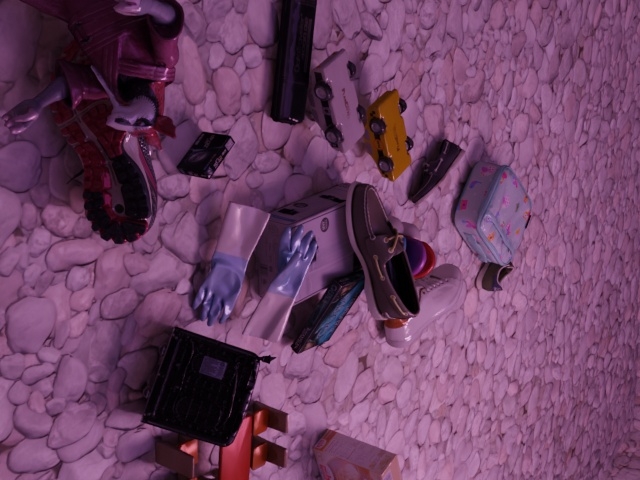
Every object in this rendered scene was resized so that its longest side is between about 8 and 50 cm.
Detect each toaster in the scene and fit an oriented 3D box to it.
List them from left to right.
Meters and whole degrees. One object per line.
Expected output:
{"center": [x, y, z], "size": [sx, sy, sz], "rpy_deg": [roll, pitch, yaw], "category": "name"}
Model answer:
{"center": [-0.195, 0.245, 1.416], "size": [0.186, 0.110, 0.168], "rpy_deg": [20, 82, -12], "category": "toaster"}

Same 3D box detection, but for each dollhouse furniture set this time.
{"center": [-0.162, 0.451, 1.549], "size": [0.262, 0.135, 0.259], "rpy_deg": [-12, 110, -51], "category": "dollhouse furniture set"}

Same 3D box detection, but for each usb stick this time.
{"center": [-0.048, -0.352, 1.540], "size": [0.077, 0.045, 0.278], "rpy_deg": [-2, 102, -46], "category": "usb stick"}

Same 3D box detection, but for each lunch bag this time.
{"center": [0.469, -0.064, 2.260], "size": [0.279, 0.108, 0.224], "rpy_deg": [43, 66, -50], "category": "lunch bag"}

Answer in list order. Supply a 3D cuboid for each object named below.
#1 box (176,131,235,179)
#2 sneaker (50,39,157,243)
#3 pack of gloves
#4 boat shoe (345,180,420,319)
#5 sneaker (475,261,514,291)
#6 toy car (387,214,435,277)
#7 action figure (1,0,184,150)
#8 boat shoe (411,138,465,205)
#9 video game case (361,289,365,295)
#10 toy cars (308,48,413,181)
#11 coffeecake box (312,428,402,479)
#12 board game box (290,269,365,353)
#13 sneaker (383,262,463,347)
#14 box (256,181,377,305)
{"center": [-0.190, -0.142, 1.393], "size": [0.083, 0.067, 0.018], "rpy_deg": [-58, 141, -23], "category": "box"}
{"center": [-0.308, -0.147, 1.215], "size": [0.112, 0.121, 0.299], "rpy_deg": [-75, 159, -80], "category": "sneaker"}
{"center": [-0.109, 0.067, 1.494], "size": [0.195, 0.046, 0.232], "rpy_deg": [16, 99, -30], "category": "pack of gloves"}
{"center": [0.127, 0.022, 1.669], "size": [0.109, 0.091, 0.305], "rpy_deg": [-42, 123, -49], "category": "boat shoe"}
{"center": [0.515, 0.065, 2.377], "size": [0.192, 0.086, 0.064], "rpy_deg": [-61, 141, -21], "category": "sneaker"}
{"center": [0.181, 0.036, 1.860], "size": [0.182, 0.136, 0.159], "rpy_deg": [18, 86, -54], "category": "toy car"}
{"center": [-0.287, -0.288, 1.096], "size": [0.370, 0.248, 0.275], "rpy_deg": [65, 21, -14], "category": "action figure"}
{"center": [0.271, -0.165, 2.025], "size": [0.065, 0.075, 0.206], "rpy_deg": [42, 64, -2], "category": "boat shoe"}
{"center": [0.126, 0.068, 1.923], "size": [0.087, 0.011, 0.122], "rpy_deg": [14, 89, -54], "category": "video game case"}
{"center": [0.073, -0.246, 1.691], "size": [0.394, 0.087, 0.176], "rpy_deg": [22, 83, -55], "category": "toy cars"}
{"center": [0.087, 0.515, 1.856], "size": [0.068, 0.185, 0.142], "rpy_deg": [-43, 131, -38], "category": "coffeecake box"}
{"center": [0.022, 0.145, 1.714], "size": [0.126, 0.026, 0.186], "rpy_deg": [-14, 140, -57], "category": "board game box"}
{"center": [0.254, 0.128, 2.030], "size": [0.290, 0.106, 0.123], "rpy_deg": [-45, 135, -35], "category": "sneaker"}
{"center": [0.000, 0.000, 1.671], "size": [0.290, 0.087, 0.169], "rpy_deg": [-23, 119, -48], "category": "box"}
